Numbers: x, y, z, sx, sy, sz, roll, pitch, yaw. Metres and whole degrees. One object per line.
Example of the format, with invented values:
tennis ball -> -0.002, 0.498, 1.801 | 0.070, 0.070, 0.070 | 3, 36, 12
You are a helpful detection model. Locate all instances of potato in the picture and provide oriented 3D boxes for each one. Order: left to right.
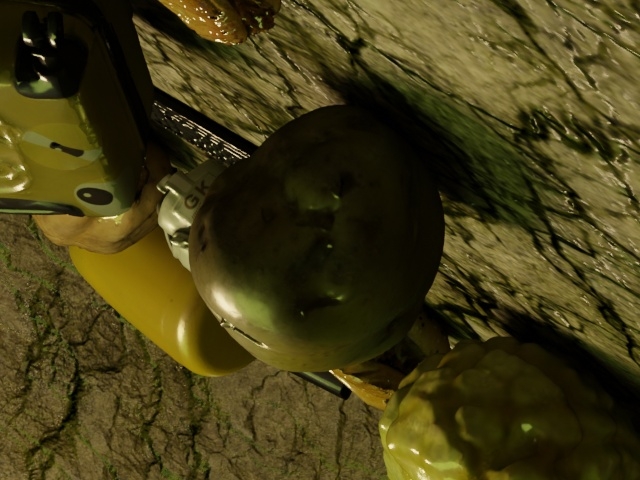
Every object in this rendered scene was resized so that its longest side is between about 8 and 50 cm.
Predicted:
potato -> 0.003, 0.003, 0.937 | 0.137, 0.154, 0.200 | 64, -174, 14

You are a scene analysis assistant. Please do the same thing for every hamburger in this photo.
hamburger -> -0.060, -0.133, 0.772 | 0.076, 0.044, 0.083 | 27, 168, 49
hamburger -> 0.042, 0.088, 1.558 | 0.185, 0.113, 0.177 | 42, 177, -8

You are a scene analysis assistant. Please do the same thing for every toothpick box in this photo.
toothpick box -> -0.181, 0.032, 1.858 | 0.271, 0.175, 0.175 | 32, 173, 36

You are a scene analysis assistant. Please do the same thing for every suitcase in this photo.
suitcase -> -0.215, -0.118, 0.996 | 0.194, 0.143, 0.235 | 4, 153, 8

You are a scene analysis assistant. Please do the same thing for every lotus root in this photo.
lotus root -> -0.222, -0.059, 1.579 | 0.154, 0.140, 0.257 | 5, 173, -18

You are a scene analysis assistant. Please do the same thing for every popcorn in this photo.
popcorn -> 0.158, 0.202, 1.313 | 0.224, 0.270, 0.258 | 33, -142, 30

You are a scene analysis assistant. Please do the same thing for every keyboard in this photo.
keyboard -> -0.087, -0.082, 1.315 | 0.250, 0.017, 0.087 | 30, 171, 16

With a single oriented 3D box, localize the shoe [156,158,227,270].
shoe -> -0.070, -0.005, 1.381 | 0.159, 0.124, 0.316 | 44, 169, -22

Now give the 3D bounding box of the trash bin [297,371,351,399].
trash bin -> -0.045, 0.118, 2.054 | 0.225, 0.115, 0.165 | 30, 173, 9
